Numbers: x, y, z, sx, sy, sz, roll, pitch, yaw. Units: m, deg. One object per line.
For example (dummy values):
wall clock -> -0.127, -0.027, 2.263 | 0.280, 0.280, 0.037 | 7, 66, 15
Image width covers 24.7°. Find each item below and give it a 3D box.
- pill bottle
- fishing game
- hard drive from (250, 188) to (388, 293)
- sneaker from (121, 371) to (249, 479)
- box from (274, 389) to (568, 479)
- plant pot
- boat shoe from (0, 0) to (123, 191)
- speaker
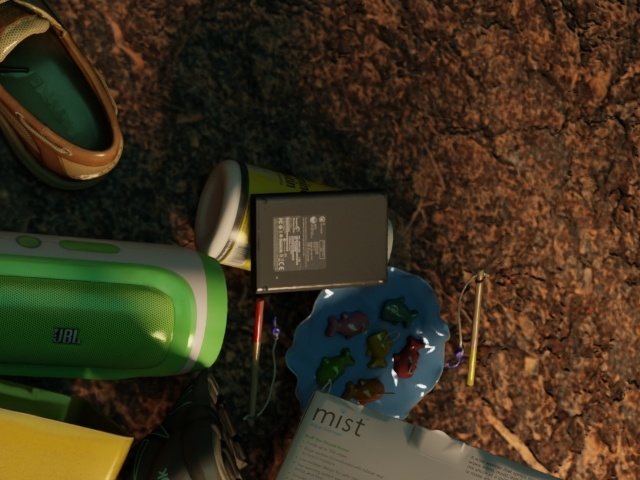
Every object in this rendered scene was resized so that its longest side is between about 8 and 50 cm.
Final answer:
pill bottle -> -0.026, -0.011, 1.461 | 0.184, 0.103, 0.103 | 15, 77, -22
fishing game -> 0.052, 0.119, 1.474 | 0.264, 0.041, 0.189 | -3, 112, -25
hard drive -> 0.000, 0.000, 1.403 | 0.135, 0.022, 0.094 | -3, 99, -19
sneaker -> -0.128, 0.188, 1.317 | 0.106, 0.267, 0.101 | -24, 94, 1
box -> 0.075, 0.295, 1.350 | 0.262, 0.127, 0.231 | 17, 67, 18
plant pot -> -0.307, 0.218, 1.261 | 0.212, 0.212, 0.187 | 16, 88, -21
boat shoe -> -0.291, -0.193, 1.362 | 0.122, 0.120, 0.324 | -45, 101, -23
speaker -> -0.242, 0.058, 1.345 | 0.297, 0.131, 0.131 | 5, 81, -23
